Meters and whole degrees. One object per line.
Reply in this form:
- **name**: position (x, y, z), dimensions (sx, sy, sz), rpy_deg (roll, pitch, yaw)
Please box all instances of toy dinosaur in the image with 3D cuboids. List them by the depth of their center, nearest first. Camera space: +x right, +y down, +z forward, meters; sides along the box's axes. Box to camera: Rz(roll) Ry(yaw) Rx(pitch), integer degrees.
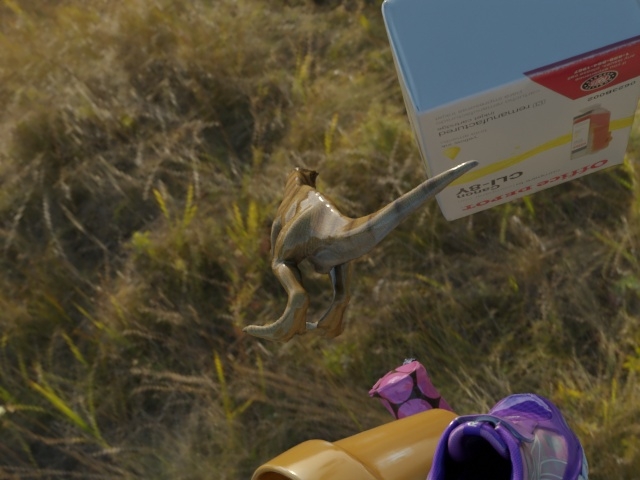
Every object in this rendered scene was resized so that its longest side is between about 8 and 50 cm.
- **toy dinosaur**: position (0.000, 0.000, 0.525), dimensions (0.211, 0.064, 0.112), rpy_deg (-153, 71, -69)

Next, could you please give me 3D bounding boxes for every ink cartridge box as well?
- **ink cartridge box**: position (0.254, -0.191, 1.272), dimensions (0.279, 0.384, 0.160), rpy_deg (-18, 70, 6)

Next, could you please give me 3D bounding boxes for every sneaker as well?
- **sneaker**: position (0.129, 0.163, 0.707), dimensions (0.095, 0.104, 0.236), rpy_deg (-10, 16, 27)

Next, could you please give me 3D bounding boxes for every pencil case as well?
- **pencil case**: position (0.154, 0.267, 1.344), dimensions (0.095, 0.209, 0.098), rpy_deg (-33, -1, -38)

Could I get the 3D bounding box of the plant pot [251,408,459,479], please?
- **plant pot**: position (0.068, 0.257, 0.921), dimensions (0.188, 0.205, 0.205), rpy_deg (-27, 37, -30)
